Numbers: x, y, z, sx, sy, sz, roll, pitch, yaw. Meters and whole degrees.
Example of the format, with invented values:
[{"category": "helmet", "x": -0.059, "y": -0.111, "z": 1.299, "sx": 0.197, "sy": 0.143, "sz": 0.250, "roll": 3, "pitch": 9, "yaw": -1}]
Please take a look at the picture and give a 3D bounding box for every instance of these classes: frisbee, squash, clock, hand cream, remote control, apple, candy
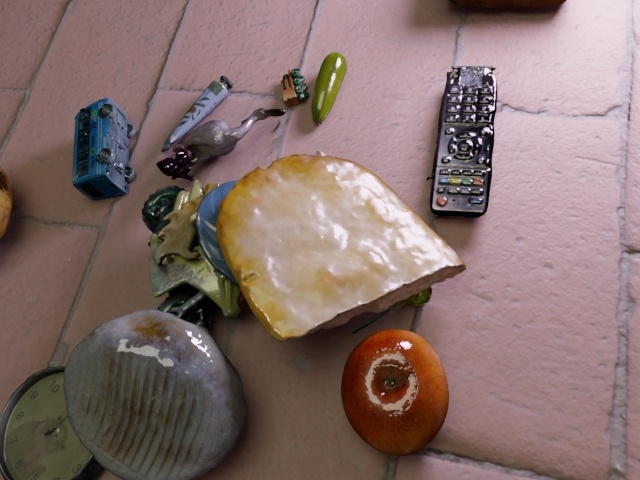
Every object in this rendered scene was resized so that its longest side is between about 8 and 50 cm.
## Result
[{"category": "frisbee", "x": -0.129, "y": -0.017, "z": 1.534, "sx": 0.290, "sy": 0.049, "sz": 0.289, "roll": 19, "pitch": 51, "yaw": -25}, {"category": "squash", "x": 0.018, "y": -0.385, "z": 1.782, "sx": 0.066, "sy": 0.066, "sz": 0.201, "roll": 10, "pitch": 73, "yaw": 18}, {"category": "clock", "x": -0.565, "y": 0.403, "z": 1.506, "sx": 0.281, "sy": 0.055, "sz": 0.280, "roll": -7, "pitch": 64, "yaw": 16}, {"category": "hand cream", "x": -0.320, "y": -0.324, "z": 1.830, "sx": 0.256, "sy": 0.055, "sz": 0.088, "roll": -52, "pitch": 22, "yaw": -14}, {"category": "remote control", "x": 0.329, "y": -0.229, "z": 1.628, "sx": 0.145, "sy": 0.062, "sz": 0.398, "roll": 4, "pitch": 66, "yaw": 16}, {"category": "apple", "x": 0.141, "y": 0.284, "z": 1.348, "sx": 0.210, "sy": 0.173, "sz": 0.234, "roll": -26, "pitch": 62, "yaw": 0}, {"category": "candy", "x": 0.149, "y": 0.146, "z": 1.494, "sx": 0.194, "sy": 0.058, "sz": 0.062, "roll": -33, "pitch": 20, "yaw": 5}]

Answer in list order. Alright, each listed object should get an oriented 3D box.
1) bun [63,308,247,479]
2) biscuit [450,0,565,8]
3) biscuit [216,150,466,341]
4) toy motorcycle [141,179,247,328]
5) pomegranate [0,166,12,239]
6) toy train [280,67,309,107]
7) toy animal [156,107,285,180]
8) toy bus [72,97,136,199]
[{"category": "bun", "x": -0.318, "y": 0.300, "z": 1.388, "sx": 0.362, "sy": 0.361, "sz": 0.211, "roll": -5, "pitch": 20, "yaw": 11}, {"category": "biscuit", "x": 0.482, "y": -0.769, "z": 1.807, "sx": 0.343, "sy": 0.166, "sz": 0.394, "roll": 3, "pitch": 63, "yaw": 16}, {"category": "biscuit", "x": 0.000, "y": 0.001, "z": 1.458, "sx": 0.429, "sy": 0.104, "sz": 0.446, "roll": -29, "pitch": 63, "yaw": -25}, {"category": "toy motorcycle", "x": -0.277, "y": 0.037, "z": 1.575, "sx": 0.237, "sy": 0.168, "sz": 0.410, "roll": -16, "pitch": 61, "yaw": 3}, {"category": "pomegranate", "x": -0.916, "y": -0.086, "z": 1.729, "sx": 0.322, "sy": 0.322, "sz": 0.322, "roll": -5, "pitch": 63, "yaw": 10}, {"category": "toy train", "x": -0.070, "y": -0.397, "z": 1.820, "sx": 0.064, "sy": 0.044, "sz": 0.103, "roll": -20, "pitch": 61, "yaw": 15}, {"category": "toy animal", "x": -0.252, "y": -0.248, "z": 1.744, "sx": 0.324, "sy": 0.090, "sz": 0.195, "roll": -32, "pitch": 34, "yaw": -9}, {"category": "toy bus", "x": -0.559, "y": -0.234, "z": 1.809, "sx": 0.134, "sy": 0.113, "sz": 0.246, "roll": -14, "pitch": 63, "yaw": 12}]
